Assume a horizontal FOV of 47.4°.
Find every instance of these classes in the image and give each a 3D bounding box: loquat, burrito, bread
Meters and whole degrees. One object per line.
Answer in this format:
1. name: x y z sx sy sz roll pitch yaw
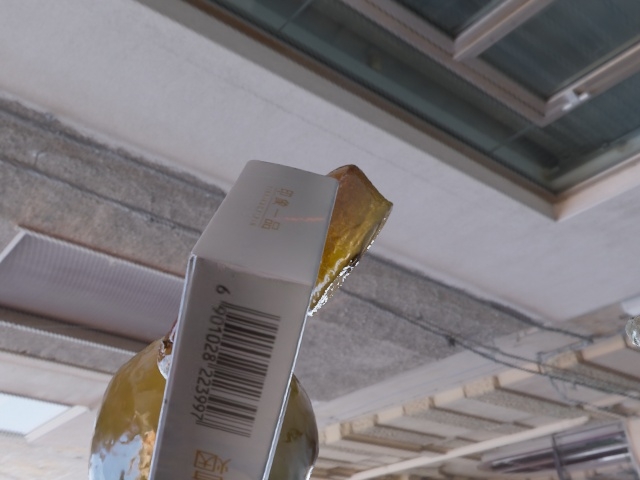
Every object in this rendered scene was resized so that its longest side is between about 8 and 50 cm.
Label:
1. loquat: -0.144 0.247 0.852 0.276 0.276 0.283 35 -125 -23
2. burrito: 0.402 0.112 0.856 0.149 0.055 0.041 -26 -80 -88
3. bread: 0.000 0.000 1.136 0.143 0.269 0.195 37 -132 5

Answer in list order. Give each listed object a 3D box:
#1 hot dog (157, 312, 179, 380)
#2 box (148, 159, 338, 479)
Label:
1. hot dog: -0.082 0.044 0.638 0.047 0.215 0.066 26 -157 -32
2. box: -0.050 0.085 0.442 0.067 0.233 0.149 15 -155 2
